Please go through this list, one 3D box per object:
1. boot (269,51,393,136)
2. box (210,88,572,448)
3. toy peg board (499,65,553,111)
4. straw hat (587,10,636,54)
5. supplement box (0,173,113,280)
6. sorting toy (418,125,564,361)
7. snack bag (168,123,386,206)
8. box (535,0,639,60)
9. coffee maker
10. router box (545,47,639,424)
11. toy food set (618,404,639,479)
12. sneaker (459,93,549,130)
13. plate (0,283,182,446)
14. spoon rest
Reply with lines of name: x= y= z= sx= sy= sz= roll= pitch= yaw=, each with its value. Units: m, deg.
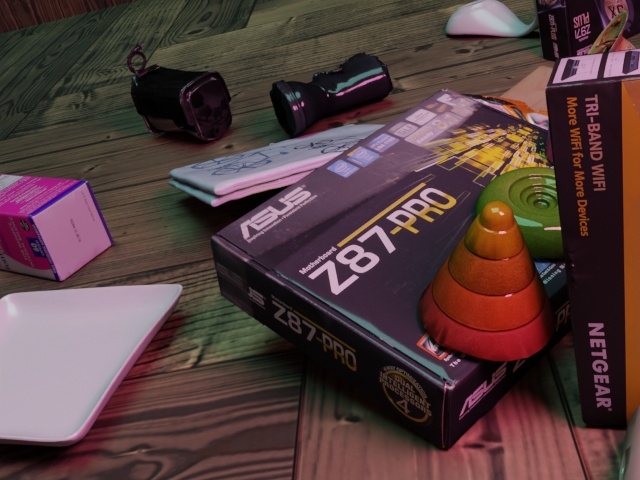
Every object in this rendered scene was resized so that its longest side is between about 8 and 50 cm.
boot: x=0.024 y=-0.259 z=1.517 sx=0.207 sy=0.094 sz=0.246 roll=-20 pitch=12 yaw=-4
box: x=0.135 y=-0.001 z=0.940 sx=0.395 sy=0.097 sz=0.318 roll=-34 pitch=46 yaw=-31
toy peg board: x=0.340 y=-0.161 z=1.243 sx=0.160 sy=0.079 sz=0.161 roll=27 pitch=48 yaw=31
straw hat: x=0.473 y=-0.292 z=1.405 sx=0.061 sy=0.144 sz=0.144 roll=31 pitch=35 yaw=-3
supplement box: x=-0.440 y=-0.024 z=1.330 sx=0.220 sy=0.111 sz=0.114 roll=7 pitch=36 yaw=38
sorting toy: x=0.205 y=-0.053 z=0.827 sx=0.127 sy=0.126 sz=0.365 roll=18 pitch=45 yaw=23
snack bag: x=-0.037 y=-0.120 z=1.303 sx=0.342 sy=0.037 sz=0.323 roll=-17 pitch=13 yaw=-18
box: x=0.473 y=-0.413 z=1.542 sx=0.180 sy=0.147 sz=0.077 roll=-26 pitch=29 yaw=-20
coffee maker: x=-0.267 y=-0.269 z=1.630 sx=0.178 sy=0.171 sz=0.120 roll=12 pitch=65 yaw=46
router box: x=0.316 y=0.002 z=0.679 sx=0.242 sy=0.309 sz=0.081 roll=-3 pitch=26 yaw=23
toy food set: x=0.346 y=0.164 z=0.565 sx=0.306 sy=0.093 sz=0.219 roll=-7 pitch=4 yaw=23
sneaker: x=0.243 y=-0.118 z=1.135 sx=0.099 sy=0.121 sz=0.262 roll=-5 pitch=21 yaw=-41
plate: x=-0.326 y=0.148 z=1.024 sx=0.277 sy=0.045 sz=0.277 roll=-4 pitch=30 yaw=20
spoon rest: x=0.358 y=-0.444 z=1.755 sx=0.137 sy=0.084 sz=0.276 roll=-27 pitch=16 yaw=-23
